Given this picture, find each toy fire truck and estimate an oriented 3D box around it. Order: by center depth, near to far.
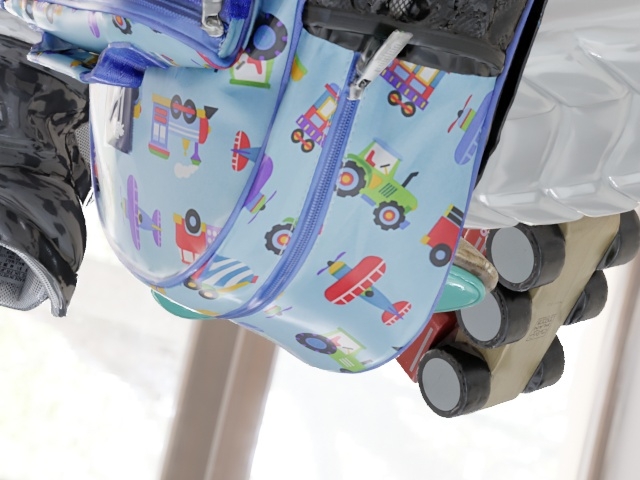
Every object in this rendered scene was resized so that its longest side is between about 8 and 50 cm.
[{"bbox_3d":[0.093,-0.008,1.296,0.246,0.158,0.217,51,-45,31],"label":"toy fire truck"}]

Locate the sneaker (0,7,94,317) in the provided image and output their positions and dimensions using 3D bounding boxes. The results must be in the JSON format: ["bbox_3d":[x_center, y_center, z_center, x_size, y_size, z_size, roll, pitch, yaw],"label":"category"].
[{"bbox_3d":[-0.136,-0.038,0.844,0.268,0.101,0.153,24,80,-73],"label":"sneaker"}]

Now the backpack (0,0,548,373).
[{"bbox_3d":[-0.017,-0.057,0.438,0.158,0.116,0.173,32,-70,58],"label":"backpack"}]

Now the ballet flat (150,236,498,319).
[{"bbox_3d":[0.000,0.000,0.858,0.073,0.206,0.067,57,41,-44],"label":"ballet flat"}]

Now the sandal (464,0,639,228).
[{"bbox_3d":[0.149,-0.089,0.592,0.169,0.416,0.102,51,28,-66],"label":"sandal"}]
